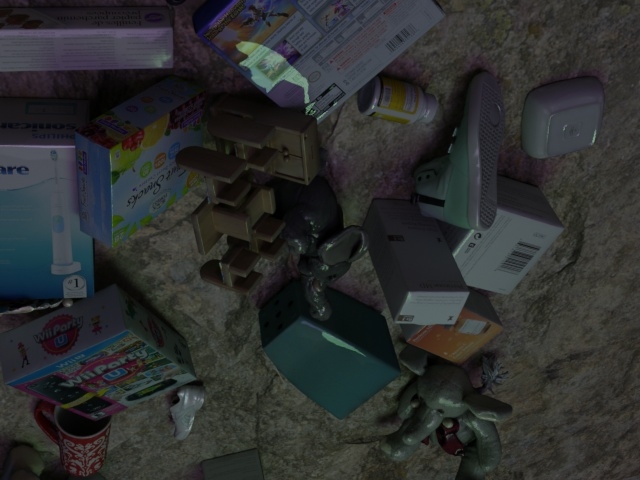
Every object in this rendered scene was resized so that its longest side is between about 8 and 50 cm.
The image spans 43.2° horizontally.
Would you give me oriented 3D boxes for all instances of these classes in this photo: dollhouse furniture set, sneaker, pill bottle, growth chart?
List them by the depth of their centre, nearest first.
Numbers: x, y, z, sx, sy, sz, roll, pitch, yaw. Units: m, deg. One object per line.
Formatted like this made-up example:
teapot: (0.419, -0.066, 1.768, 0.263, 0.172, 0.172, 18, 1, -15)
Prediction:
dollhouse furniture set: (-0.128, -0.089, 1.157, 0.161, 0.242, 0.212, 17, 137, 21)
pill bottle: (0.122, -0.218, 1.269, 0.116, 0.065, 0.065, 9, 128, -24)
growth chart: (-0.512, 0.099, 1.279, 0.237, 0.172, 0.021, -3, 97, -29)
sneaker: (0.217, -0.150, 1.341, 0.094, 0.151, 0.256, -6, 103, -48)
sneaker: (-0.287, 0.354, 1.685, 0.061, 0.054, 0.152, 14, 120, -17)

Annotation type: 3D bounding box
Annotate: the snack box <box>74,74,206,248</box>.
snack box: (-0.254, -0.116, 1.160, 0.070, 0.207, 0.174, 27, 132, 18)

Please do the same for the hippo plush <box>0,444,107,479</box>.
hippo plush: (-0.563, 0.587, 1.681, 0.236, 0.234, 0.294, 18, 123, -30)

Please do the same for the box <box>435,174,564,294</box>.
box: (0.306, -0.016, 1.474, 0.181, 0.119, 0.181, 14, 126, -27)

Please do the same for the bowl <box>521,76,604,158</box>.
bowl: (0.421, -0.203, 1.385, 0.142, 0.053, 0.142, -13, 133, -6)

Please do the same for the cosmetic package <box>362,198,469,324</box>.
cosmetic package: (0.159, 0.034, 1.396, 0.117, 0.231, 0.085, 2, 131, -20)

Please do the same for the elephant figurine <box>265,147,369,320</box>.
elephant figurine: (0.000, 0.000, 1.377, 0.186, 0.169, 0.239, -23, 135, 34)

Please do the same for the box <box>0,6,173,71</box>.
box: (-0.360, -0.267, 1.074, 0.324, 0.063, 0.067, -5, 134, -13)

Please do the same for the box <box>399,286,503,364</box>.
box: (0.260, 0.160, 1.642, 0.170, 0.091, 0.130, 25, 121, -34)

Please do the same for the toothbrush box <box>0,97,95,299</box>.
toothbrush box: (-0.448, -0.056, 1.198, 0.216, 0.126, 0.296, -2, 132, -14)

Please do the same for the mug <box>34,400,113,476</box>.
mug: (-0.486, 0.379, 1.625, 0.113, 0.150, 0.169, -34, 152, -39)

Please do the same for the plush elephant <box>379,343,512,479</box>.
plush elephant: (0.264, 0.364, 1.723, 0.330, 0.272, 0.255, -57, 143, -3)

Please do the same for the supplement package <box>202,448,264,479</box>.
supplement package: (-0.178, 0.621, 1.825, 0.133, 0.244, 0.139, -12, 133, -7)

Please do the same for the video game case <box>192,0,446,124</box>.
video game case: (0.000, -0.317, 1.141, 0.269, 0.061, 0.244, -38, 132, 18)

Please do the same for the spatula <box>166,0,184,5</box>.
spatula: (-0.101, -0.409, 1.047, 0.296, 0.030, 0.084, -40, 130, 20)

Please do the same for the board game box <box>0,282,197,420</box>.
board game box: (-0.383, 0.208, 1.425, 0.224, 0.098, 0.303, -24, 151, 4)

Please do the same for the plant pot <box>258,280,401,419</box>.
plant pot: (0.003, 0.195, 1.550, 0.234, 0.166, 0.165, 35, 115, -31)
